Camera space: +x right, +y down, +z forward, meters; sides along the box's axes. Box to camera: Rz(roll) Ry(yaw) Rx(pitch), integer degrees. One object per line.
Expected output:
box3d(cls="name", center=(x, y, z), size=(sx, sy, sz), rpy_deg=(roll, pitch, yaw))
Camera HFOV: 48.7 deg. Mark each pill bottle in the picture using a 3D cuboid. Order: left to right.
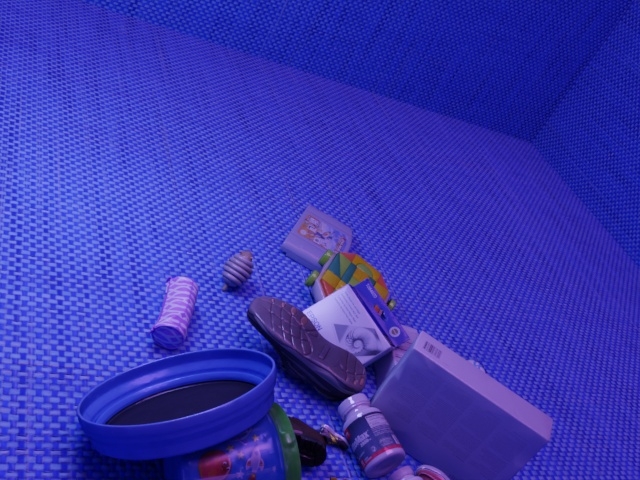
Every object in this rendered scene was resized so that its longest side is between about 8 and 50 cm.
box3d(cls="pill bottle", center=(0.116, 0.465, 1.700), size=(0.108, 0.108, 0.180), rpy_deg=(2, 40, -37))
box3d(cls="pill bottle", center=(0.218, 0.598, 1.617), size=(0.086, 0.086, 0.152), rpy_deg=(0, 43, -40))

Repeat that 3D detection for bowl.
box3d(cls="bowl", center=(-0.276, 0.316, 1.406), size=(0.391, 0.077, 0.391), rpy_deg=(-9, 10, 2))

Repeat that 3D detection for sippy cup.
box3d(cls="sippy cup", center=(-0.184, 0.446, 1.390), size=(0.224, 0.305, 0.240), rpy_deg=(-2, 80, -26))

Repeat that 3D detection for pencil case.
box3d(cls="pencil case", center=(-0.357, 0.171, 1.741), size=(0.088, 0.086, 0.206), rpy_deg=(35, 28, -22))

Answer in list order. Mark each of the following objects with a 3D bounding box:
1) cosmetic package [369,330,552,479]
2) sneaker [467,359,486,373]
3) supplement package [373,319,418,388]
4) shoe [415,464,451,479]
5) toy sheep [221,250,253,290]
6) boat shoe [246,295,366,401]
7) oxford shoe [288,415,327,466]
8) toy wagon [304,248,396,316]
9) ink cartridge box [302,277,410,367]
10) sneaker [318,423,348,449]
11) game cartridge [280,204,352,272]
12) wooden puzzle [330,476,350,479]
box3d(cls="cosmetic package", center=(0.326, 0.440, 1.741), size=(0.377, 0.284, 0.097), rpy_deg=(34, 30, 6))
box3d(cls="sneaker", center=(0.432, 0.423, 2.047), size=(0.086, 0.085, 0.237), rpy_deg=(18, 30, -5))
box3d(cls="supplement package", center=(0.216, 0.330, 1.975), size=(0.105, 0.105, 0.179), rpy_deg=(20, 33, -17))
box3d(cls="shoe", center=(0.290, 0.614, 1.673), size=(0.178, 0.063, 0.081), rpy_deg=(42, 28, 11))
box3d(cls="toy sheep", center=(-0.230, 0.085, 1.956), size=(0.091, 0.132, 0.091), rpy_deg=(28, -10, 6))
box3d(cls="boat shoe", center=(-0.054, 0.288, 1.792), size=(0.355, 0.130, 0.132), rpy_deg=(40, 36, 4))
box3d(cls="oxford shoe", center=(-0.092, 0.435, 1.615), size=(0.227, 0.083, 0.096), rpy_deg=(29, 13, -4))
box3d(cls="toy wagon", center=(0.081, 0.174, 2.081), size=(0.267, 0.068, 0.344), rpy_deg=(38, 37, -2))
box3d(cls="ink cartridge box", center=(0.093, 0.232, 1.925), size=(0.224, 0.045, 0.223), rpy_deg=(-31, 64, -10))
box3d(cls="sneaker", center=(0.028, 0.477, 1.692), size=(0.083, 0.031, 0.035), rpy_deg=(37, 57, 2))
box3d(cls="game cartridge", center=(0.000, 0.000, 2.315), size=(0.198, 0.062, 0.297), rpy_deg=(26, 31, 2))
box3d(cls="wooden puzzle", center=(0.076, 0.577, 1.598), size=(0.116, 0.014, 0.079), rpy_deg=(22, 33, -14))
